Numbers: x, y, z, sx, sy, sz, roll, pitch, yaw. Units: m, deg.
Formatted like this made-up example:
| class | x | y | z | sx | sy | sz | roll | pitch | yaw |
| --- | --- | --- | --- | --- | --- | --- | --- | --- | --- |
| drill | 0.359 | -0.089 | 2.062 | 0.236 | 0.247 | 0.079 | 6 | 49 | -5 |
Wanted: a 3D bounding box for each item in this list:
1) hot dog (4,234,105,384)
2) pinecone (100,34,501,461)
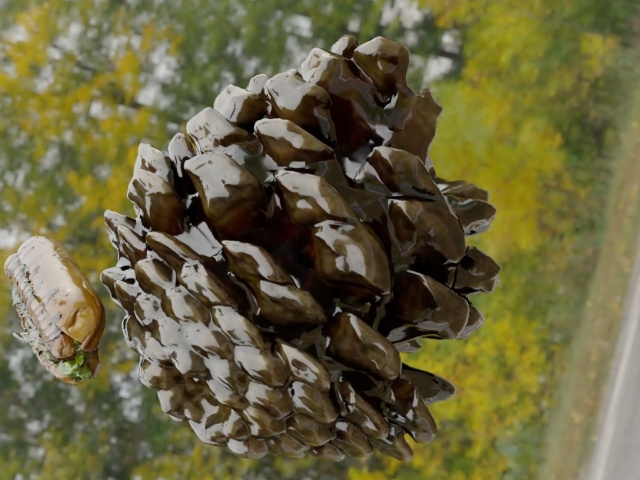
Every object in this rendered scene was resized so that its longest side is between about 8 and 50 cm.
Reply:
| class | x | y | z | sx | sy | sz | roll | pitch | yaw |
| --- | --- | --- | --- | --- | --- | --- | --- | --- | --- |
| hot dog | -0.132 | 0.031 | 0.669 | 0.122 | 0.037 | 0.049 | 37 | 121 | 58 |
| pinecone | 0.001 | 0.006 | 0.664 | 0.204 | 0.184 | 0.179 | -40 | 19 | -34 |
